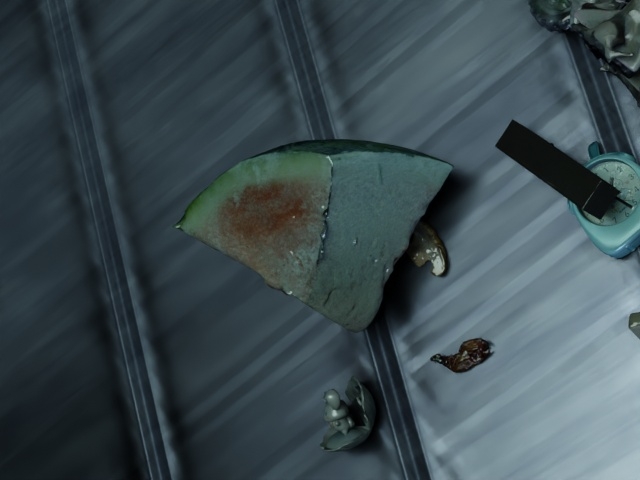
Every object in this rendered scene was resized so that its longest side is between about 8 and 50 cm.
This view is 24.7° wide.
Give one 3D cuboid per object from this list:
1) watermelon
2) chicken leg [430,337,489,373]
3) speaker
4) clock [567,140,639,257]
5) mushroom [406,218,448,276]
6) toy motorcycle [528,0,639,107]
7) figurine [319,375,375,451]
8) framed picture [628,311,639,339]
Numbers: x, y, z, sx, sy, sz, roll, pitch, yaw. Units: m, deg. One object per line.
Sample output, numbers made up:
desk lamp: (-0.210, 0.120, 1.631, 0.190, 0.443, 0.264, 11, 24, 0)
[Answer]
watermelon: (0.000, 0.000, 1.916, 0.387, 0.228, 0.258, -19, 81, 30)
chicken leg: (0.181, 0.151, 1.881, 0.083, 0.021, 0.036, -26, 79, 27)
speaker: (0.292, -0.091, 1.816, 0.046, 0.040, 0.191, -58, 38, 10)
clock: (0.358, -0.060, 1.812, 0.108, 0.045, 0.147, -42, 63, 15)
mushroom: (0.135, 0.005, 1.935, 0.049, 0.019, 0.101, -44, 63, 15)
toy motorcycle: (0.402, -0.277, 1.787, 0.188, 0.143, 0.327, -44, 48, 5)
figurine: (0.030, 0.225, 1.919, 0.082, 0.094, 0.086, -16, 102, -13)
framed picture: (0.523, 0.096, 1.582, 0.324, 0.240, 0.020, -13, 62, 25)
